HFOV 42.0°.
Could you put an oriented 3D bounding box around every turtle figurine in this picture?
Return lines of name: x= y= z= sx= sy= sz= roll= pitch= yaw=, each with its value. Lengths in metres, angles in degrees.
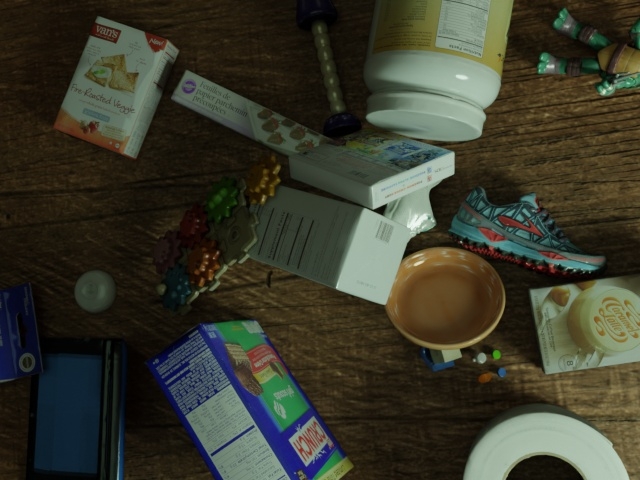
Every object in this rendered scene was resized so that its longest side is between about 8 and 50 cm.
turtle figurine: x=0.488 y=-0.299 z=1.367 sx=0.234 sy=0.118 sz=0.175 roll=21 pitch=74 yaw=29

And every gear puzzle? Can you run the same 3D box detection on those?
gear puzzle: x=-0.183 y=-0.020 z=1.427 sx=0.339 sy=0.044 sz=0.175 roll=-41 pitch=50 yaw=26

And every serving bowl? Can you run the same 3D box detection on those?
serving bowl: x=-0.426 y=0.095 z=1.564 sx=0.083 sy=0.027 sz=0.083 roll=-2 pitch=83 yaw=12

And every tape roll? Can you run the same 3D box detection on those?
tape roll: x=0.345 y=0.382 z=1.295 sx=0.246 sy=0.169 sz=0.246 roll=-1 pitch=84 yaw=13

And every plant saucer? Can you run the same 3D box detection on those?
plant saucer: x=0.204 y=0.099 z=1.385 sx=0.200 sy=0.037 sz=0.200 roll=-4 pitch=52 yaw=5

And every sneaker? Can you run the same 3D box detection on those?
sneaker: x=0.150 y=-0.027 z=1.435 sx=0.094 sy=0.080 sz=0.212 roll=19 pitch=87 yaw=1
sneaker: x=0.349 y=-0.018 z=1.372 sx=0.262 sy=0.104 sz=0.125 roll=19 pitch=86 yaw=13

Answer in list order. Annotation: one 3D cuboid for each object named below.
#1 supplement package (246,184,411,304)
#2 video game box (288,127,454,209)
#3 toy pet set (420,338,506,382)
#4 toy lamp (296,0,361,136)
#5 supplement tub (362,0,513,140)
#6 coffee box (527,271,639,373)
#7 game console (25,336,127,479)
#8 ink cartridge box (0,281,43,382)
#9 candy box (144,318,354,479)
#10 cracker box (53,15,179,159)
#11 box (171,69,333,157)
supplement package: x=0.000 y=0.000 z=1.379 sx=0.244 sy=0.139 sz=0.133 roll=18 pitch=88 yaw=41
video game box: x=0.082 y=-0.124 z=1.368 sx=0.205 sy=0.187 sz=0.048 roll=25 pitch=131 yaw=45
toy pet set: x=0.234 y=0.186 z=1.408 sx=0.114 sy=0.065 sz=0.122 roll=-13 pitch=83 yaw=-25
toy lamp: x=0.009 y=-0.325 z=1.493 sx=0.080 sy=0.080 sz=0.274 roll=-12 pitch=82 yaw=11
supplement tub: x=0.194 y=-0.339 z=1.376 sx=0.228 sy=0.228 sz=0.316 roll=9 pitch=86 yaw=13
coffee box: x=0.468 y=0.126 z=1.332 sx=0.247 sy=0.098 sz=0.141 roll=-11 pitch=82 yaw=11
game console: x=-0.436 y=0.319 z=1.474 sx=0.173 sy=0.250 sz=0.293 roll=2 pitch=84 yaw=-14
ink cartridge box: x=-0.707 y=0.203 z=1.579 sx=0.371 sy=0.069 sz=0.175 roll=-14 pitch=80 yaw=14
candy box: x=-0.105 y=0.289 z=1.351 sx=0.122 sy=0.268 sz=0.317 roll=-35 pitch=79 yaw=10
cracker box: x=-0.386 y=-0.288 z=1.578 sx=0.156 sy=0.067 sz=0.232 roll=20 pitch=88 yaw=13
box: x=-0.115 y=-0.212 z=1.513 sx=0.324 sy=0.067 sz=0.063 roll=27 pitch=90 yaw=13
